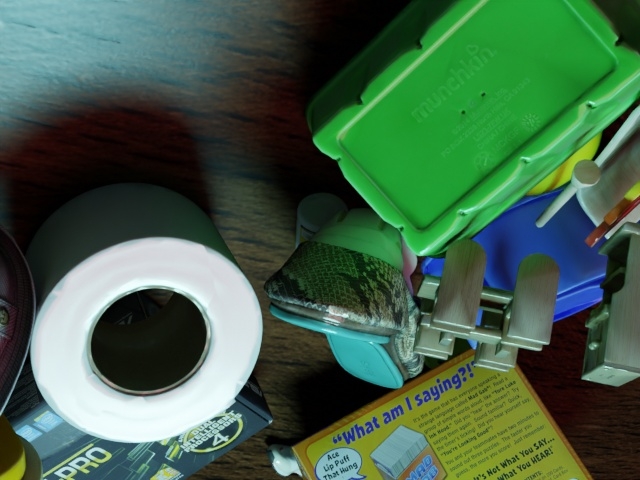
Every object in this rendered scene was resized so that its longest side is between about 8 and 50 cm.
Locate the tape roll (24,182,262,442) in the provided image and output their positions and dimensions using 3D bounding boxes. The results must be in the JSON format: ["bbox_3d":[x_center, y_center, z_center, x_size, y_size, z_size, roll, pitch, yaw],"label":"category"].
[{"bbox_3d":[-0.202,0.076,1.165,0.246,0.169,0.246,-8,115,-17],"label":"tape roll"}]

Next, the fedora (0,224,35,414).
[{"bbox_3d":[-0.412,0.077,1.027,0.244,0.275,0.124,8,160,21],"label":"fedora"}]

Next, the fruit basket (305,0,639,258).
[{"bbox_3d":[0.197,-0.162,1.163,0.392,0.283,0.392,-42,-178,2],"label":"fruit basket"}]

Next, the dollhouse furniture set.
[{"bbox_3d":[0.234,0.053,1.165,0.242,0.161,0.212,11,165,3],"label":"dollhouse furniture set"}]

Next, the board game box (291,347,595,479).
[{"bbox_3d":[0.206,0.428,1.632,0.356,0.356,0.356,-27,156,-8],"label":"board game box"}]

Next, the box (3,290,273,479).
[{"bbox_3d":[-0.308,0.265,1.451,0.395,0.097,0.318,-33,138,8],"label":"box"}]

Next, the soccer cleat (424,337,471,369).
[{"bbox_3d":[0.249,0.163,1.671,0.179,0.060,0.072,-29,144,0],"label":"soccer cleat"}]

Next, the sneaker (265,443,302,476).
[{"bbox_3d":[-0.026,0.354,1.747,0.075,0.057,0.161,-39,144,13],"label":"sneaker"}]

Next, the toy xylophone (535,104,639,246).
[{"bbox_3d":[0.360,-0.089,1.169,0.236,0.081,0.322,-41,168,-8],"label":"toy xylophone"}]

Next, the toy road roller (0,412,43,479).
[{"bbox_3d":[-0.476,0.246,1.155,0.241,0.329,0.202,-29,149,-33],"label":"toy road roller"}]

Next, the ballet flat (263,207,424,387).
[{"bbox_3d":[0.052,0.059,1.283,0.483,0.164,0.182,48,59,-70],"label":"ballet flat"}]

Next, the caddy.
[{"bbox_3d":[0.298,0.005,1.411,0.341,0.179,0.241,-16,163,-29],"label":"caddy"}]

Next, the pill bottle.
[{"bbox_3d":[0.000,0.000,1.337,0.065,0.065,0.116,-13,141,-16],"label":"pill bottle"}]
